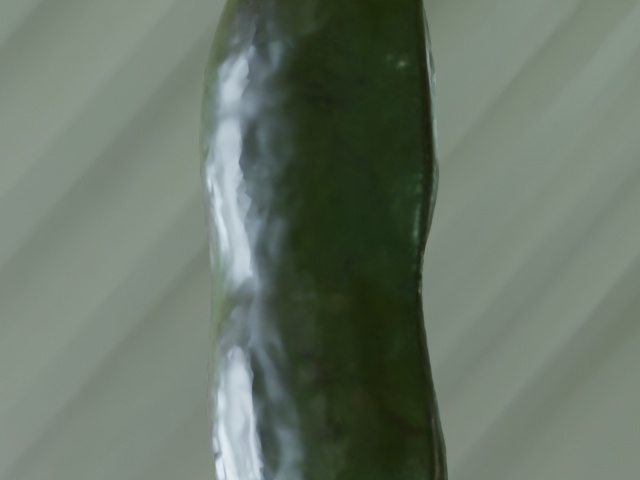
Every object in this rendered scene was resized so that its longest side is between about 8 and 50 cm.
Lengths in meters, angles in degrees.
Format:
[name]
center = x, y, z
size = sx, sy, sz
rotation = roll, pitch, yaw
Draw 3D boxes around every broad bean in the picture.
[broad bean]
center = 0.000, 0.000, 0.585
size = 0.061, 0.077, 0.339
rotation = 9, -103, -52
